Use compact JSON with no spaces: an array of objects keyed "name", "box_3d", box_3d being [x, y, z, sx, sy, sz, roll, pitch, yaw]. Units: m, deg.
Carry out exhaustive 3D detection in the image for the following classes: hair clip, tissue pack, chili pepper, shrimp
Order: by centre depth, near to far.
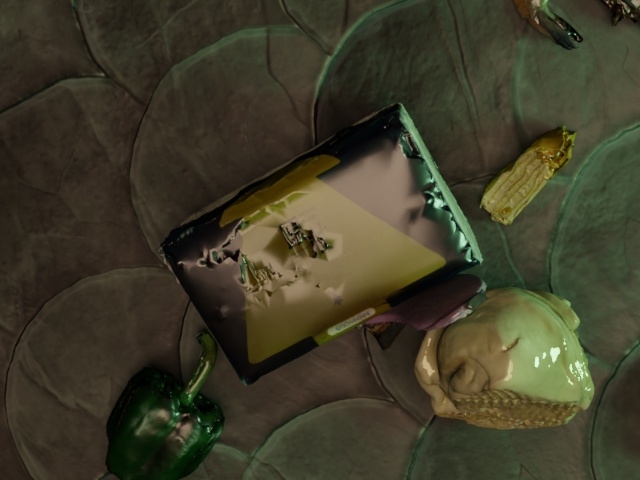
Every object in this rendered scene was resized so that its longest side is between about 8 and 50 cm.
[{"name":"hair clip","box_3d":[0.150,0.103,1.716,0.110,0.358,0.096,-1,78,-24]},{"name":"tissue pack","box_3d":[0.000,0.000,1.729,0.416,0.253,0.264,-28,101,9]},{"name":"shrimp","box_3d":[0.400,-0.371,1.730,0.178,0.075,0.289,-42,99,18]},{"name":"chili pepper","box_3d":[-0.242,0.273,1.845,0.173,0.165,0.261,32,100,7]}]

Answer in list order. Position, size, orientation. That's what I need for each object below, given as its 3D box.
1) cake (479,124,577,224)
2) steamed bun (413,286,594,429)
[{"name":"cake","box_3d":[0.330,-0.117,1.803,0.079,0.116,0.185,32,133,0]},{"name":"steamed bun","box_3d":[0.284,0.168,1.751,0.276,0.289,0.203,-12,63,37]}]
